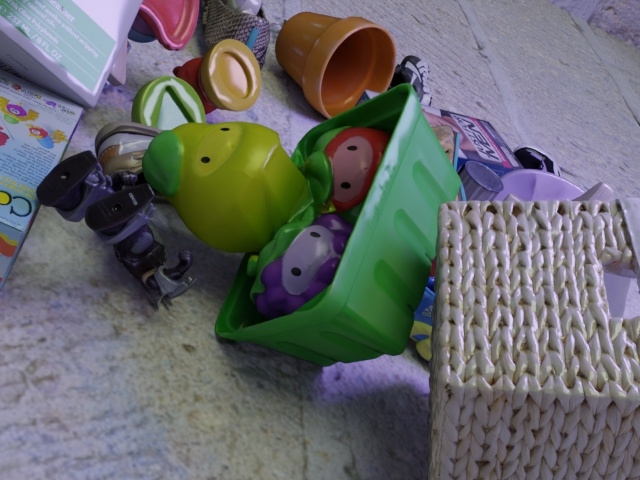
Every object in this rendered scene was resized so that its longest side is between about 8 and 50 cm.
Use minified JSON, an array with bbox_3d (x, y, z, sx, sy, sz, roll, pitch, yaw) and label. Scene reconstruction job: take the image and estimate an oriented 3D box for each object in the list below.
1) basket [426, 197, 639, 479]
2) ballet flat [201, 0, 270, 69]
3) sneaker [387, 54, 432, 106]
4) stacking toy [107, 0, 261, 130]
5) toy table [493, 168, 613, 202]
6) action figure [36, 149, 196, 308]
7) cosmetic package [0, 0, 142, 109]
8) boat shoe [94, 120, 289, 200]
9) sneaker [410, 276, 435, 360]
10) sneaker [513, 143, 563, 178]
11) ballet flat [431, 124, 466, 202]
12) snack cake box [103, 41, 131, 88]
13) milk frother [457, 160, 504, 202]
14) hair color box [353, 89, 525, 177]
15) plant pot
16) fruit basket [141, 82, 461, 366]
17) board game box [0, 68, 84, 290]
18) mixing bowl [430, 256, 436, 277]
[{"bbox_3d":[0.266,0.160,1.068,0.266,0.331,0.328,3,43,6],"label":"basket"},{"bbox_3d":[-0.176,-0.523,1.815,0.164,0.182,0.483,13,37,-28],"label":"ballet flat"},{"bbox_3d":[0.193,-0.374,2.040,0.106,0.078,0.234,24,35,-19],"label":"sneaker"},{"bbox_3d":[-0.269,-0.283,1.433,0.309,0.130,0.279,55,51,-30],"label":"stacking toy"},{"bbox_3d":[0.443,-0.015,1.656,0.274,0.252,0.161,25,17,-1],"label":"toy table"},{"bbox_3d":[-0.228,-0.013,1.079,0.185,0.099,0.285,45,-7,14],"label":"action figure"},{"bbox_3d":[-0.349,-0.371,1.196,0.197,0.155,0.365,40,58,-44],"label":"cosmetic package"},{"bbox_3d":[-0.181,-0.097,1.323,0.302,0.113,0.103,3,43,-23],"label":"boat shoe"},{"bbox_3d":[0.210,0.137,1.333,0.240,0.126,0.091,31,32,-4],"label":"sneaker"},{"bbox_3d":[0.484,-0.102,1.887,0.217,0.079,0.121,50,28,-14],"label":"sneaker"},{"bbox_3d":[0.172,-0.084,1.439,0.123,0.123,0.348,26,33,-12],"label":"ballet flat"},{"bbox_3d":[-0.411,-0.358,1.354,0.264,0.089,0.152,58,19,-29],"label":"snack cake box"},{"bbox_3d":[0.237,-0.091,1.651,0.143,0.135,0.129,13,37,-30],"label":"milk frother"},{"bbox_3d":[0.232,-0.183,1.797,0.347,0.105,0.174,6,41,-35],"label":"hair color box"},{"bbox_3d":[0.015,-0.366,1.785,0.205,0.205,0.188,-6,33,-45],"label":"plant pot"},{"bbox_3d":[-0.037,-0.051,1.168,0.392,0.283,0.392,12,71,-37],"label":"fruit basket"},{"bbox_3d":[-0.399,-0.068,1.050,0.144,0.142,0.275,25,33,-16],"label":"board game box"},{"bbox_3d":[0.161,-0.001,1.498,0.181,0.098,0.181,23,35,-17],"label":"mixing bowl"}]
